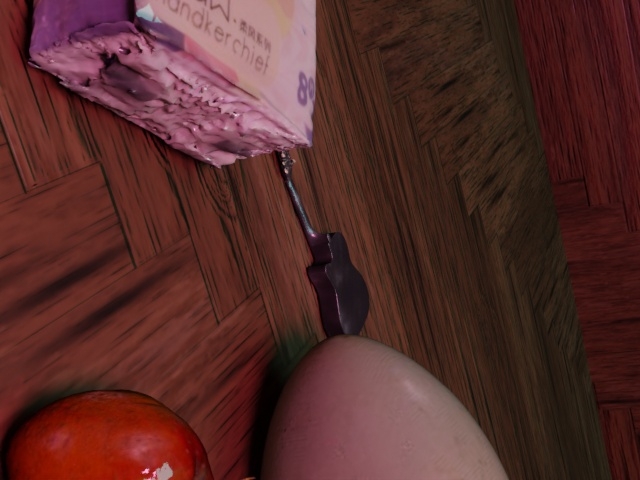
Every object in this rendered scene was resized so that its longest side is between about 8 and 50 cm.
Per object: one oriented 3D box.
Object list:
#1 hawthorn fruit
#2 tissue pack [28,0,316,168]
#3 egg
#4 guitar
[{"bbox_3d":[-0.121,0.152,0.519,0.125,0.140,0.125,-27,131,-37],"label":"hawthorn fruit"},{"bbox_3d":[-0.098,-0.251,0.686,0.242,0.125,0.344,28,57,-60],"label":"tissue pack"},{"bbox_3d":[0.054,0.223,0.746,0.218,0.218,0.296,5,70,-64],"label":"egg"},{"bbox_3d":[0.000,0.000,0.931,0.088,0.025,0.233,-57,133,-53],"label":"guitar"}]
